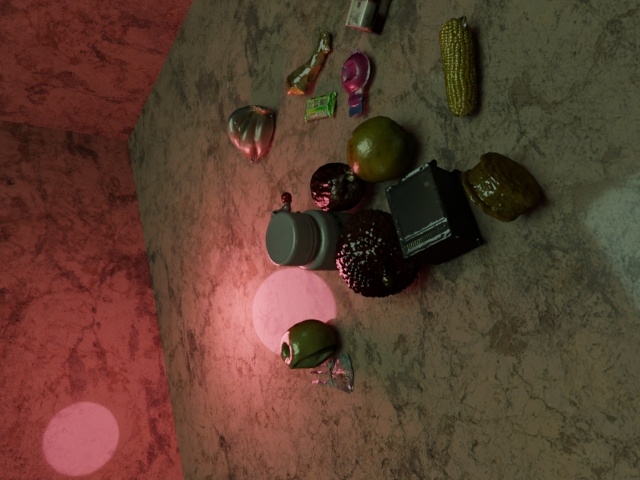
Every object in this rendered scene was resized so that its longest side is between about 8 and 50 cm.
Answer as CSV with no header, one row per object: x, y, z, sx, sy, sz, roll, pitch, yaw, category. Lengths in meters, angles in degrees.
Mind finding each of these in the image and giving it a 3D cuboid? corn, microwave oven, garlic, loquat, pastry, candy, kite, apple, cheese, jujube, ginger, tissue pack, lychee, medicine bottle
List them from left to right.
-0.316,-0.511,2.406,0.237,0.210,0.292,34,114,10,garlic
-0.048,0.381,1.925,0.207,0.188,0.173,5,91,51,apple
-0.046,-0.712,2.103,0.294,0.086,0.131,-53,39,24,ginger
-0.002,-0.528,2.064,0.178,0.032,0.102,4,94,51,candy
0.000,0.000,1.771,0.208,0.340,0.208,-5,84,51,medicine bottle
0.039,0.498,1.947,0.245,0.015,0.141,-15,74,47,kite
0.053,-0.188,1.846,0.243,0.184,0.183,-163,79,-72,jujube
0.128,-0.570,1.876,0.155,0.062,0.244,-8,83,52,cheese
0.169,-0.807,1.805,0.099,0.106,0.148,35,115,48,tissue pack
0.175,-0.278,1.674,0.246,0.213,0.213,-43,52,14,loquat
0.178,0.038,1.604,0.275,0.276,0.304,-63,25,28,lychee
0.328,-0.072,1.488,0.178,0.188,0.247,-33,58,40,microwave oven
0.403,-0.495,1.493,0.106,0.106,0.293,-12,83,51,corn
0.458,-0.138,1.318,0.103,0.189,0.188,-52,49,39,pastry

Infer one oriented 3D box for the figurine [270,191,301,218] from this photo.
-0.108,-0.038,2.037,0.176,0.186,0.287,48,159,55,figurine
